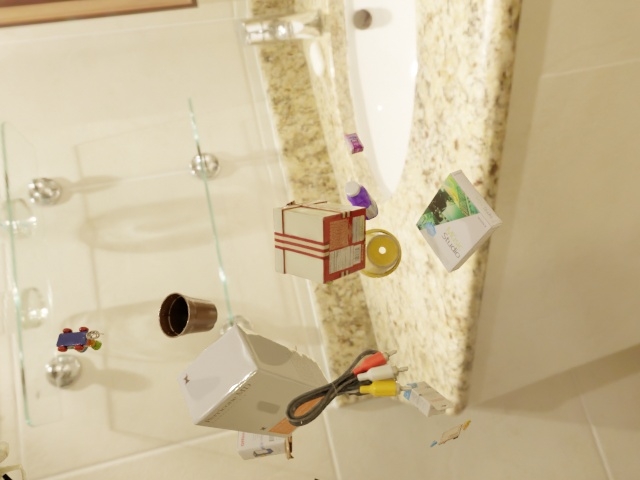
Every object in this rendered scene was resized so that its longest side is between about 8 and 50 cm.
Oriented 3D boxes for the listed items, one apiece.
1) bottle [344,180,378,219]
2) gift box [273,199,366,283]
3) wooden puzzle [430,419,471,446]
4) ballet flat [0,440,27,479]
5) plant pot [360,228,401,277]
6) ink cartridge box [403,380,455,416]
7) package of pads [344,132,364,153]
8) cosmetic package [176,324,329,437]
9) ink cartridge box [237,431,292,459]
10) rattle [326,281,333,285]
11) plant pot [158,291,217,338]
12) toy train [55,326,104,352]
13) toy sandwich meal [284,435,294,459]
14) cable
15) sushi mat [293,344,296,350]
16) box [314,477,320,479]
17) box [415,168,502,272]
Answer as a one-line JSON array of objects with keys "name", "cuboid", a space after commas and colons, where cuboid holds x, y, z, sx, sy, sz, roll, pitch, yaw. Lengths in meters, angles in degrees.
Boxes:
[{"name": "bottle", "cuboid": [0.184, -0.185, 2.128, 0.283, 0.092, 0.118, 39, -152, -62]}, {"name": "gift box", "cuboid": [0.000, 0.000, 1.596, 0.258, 0.277, 0.254, 12, 104, 40]}, {"name": "wooden puzzle", "cuboid": [0.362, 0.538, 1.299, 0.116, 0.079, 0.014, -40, 77, 31]}, {"name": "ballet flat", "cuboid": [-0.710, 0.494, 1.016, 0.095, 0.096, 0.280, 33, 143, 56]}, {"name": "plant pot", "cuboid": [0.286, 0.058, 2.304, 0.239, 0.254, 0.253, 120, 138, -84]}, {"name": "ink cartridge box", "cuboid": [0.429, 0.636, 1.858, 0.180, 0.104, 0.060, 32, 114, 53]}, {"name": "package of pads", "cuboid": [0.125, -0.365, 1.758, 0.032, 0.050, 0.083, 89, 161, -58]}, {"name": "cosmetic package", "cuboid": [-0.166, 0.429, 1.375, 0.161, 0.230, 0.453, 52, -173, 38]}, {"name": "ink cartridge box", "cuboid": [-0.227, 0.797, 1.933, 0.154, 0.213, 0.093, -97, -6, -51]}, {"name": "rattle", "cuboid": [0.014, 0.117, 2.121, 0.199, 0.130, 0.142, -132, 57, -81]}, {"name": "plant pot", "cuboid": [-0.490, 0.284, 1.770, 0.165, 0.167, 0.166, 17, -127, -56]}, {"name": "toy train", "cuboid": [-1.038, 0.457, 2.113, 0.143, 0.248, 0.105, 61, -155, -58]}, {"name": "toy sandwich meal", "cuboid": [-0.110, 0.743, 1.681, 0.085, 0.029, 0.085, 178, 90, -77]}, {"name": "cable", "cuboid": [0.053, 0.318, 1.059, 0.139, 0.288, 0.072, -109, 7, -46]}, {"name": "sushi mat", "cuboid": [-0.127, 0.652, 2.241, 0.316, 0.019, 0.151, -107, 33, -66]}, {"name": "box", "cuboid": [-0.025, 0.802, 1.469, 0.083, 0.018, 0.067, -60, -19, -55]}, {"name": "box", "cuboid": [0.468, -0.058, 1.636, 0.232, 0.059, 0.322, 59, 153, 23]}]
